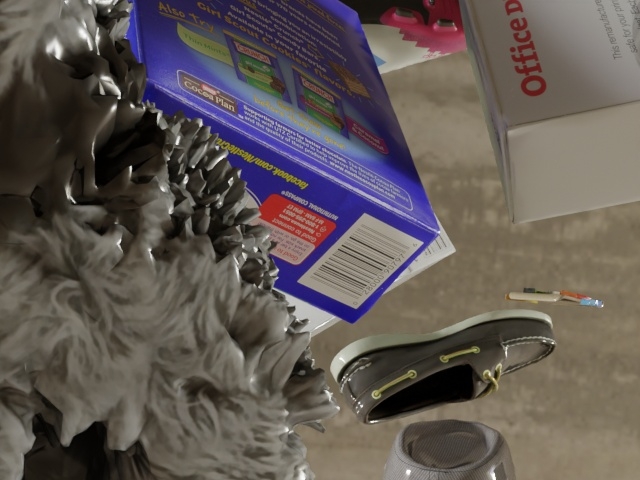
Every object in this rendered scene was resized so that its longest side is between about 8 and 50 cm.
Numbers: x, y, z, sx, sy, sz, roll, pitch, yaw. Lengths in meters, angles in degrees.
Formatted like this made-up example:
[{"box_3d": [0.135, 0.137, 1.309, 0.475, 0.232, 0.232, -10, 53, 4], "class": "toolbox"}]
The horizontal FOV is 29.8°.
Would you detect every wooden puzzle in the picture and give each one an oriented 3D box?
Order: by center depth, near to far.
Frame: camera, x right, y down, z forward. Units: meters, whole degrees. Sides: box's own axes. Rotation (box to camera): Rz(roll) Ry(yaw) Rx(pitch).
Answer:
[{"box_3d": [0.236, 0.057, 1.208, 0.116, 0.014, 0.078, 3, 175, 44], "class": "wooden puzzle"}]

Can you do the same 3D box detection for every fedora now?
[{"box_3d": [0.163, 0.297, 1.511, 0.243, 0.124, 0.275, 6, -172, 24], "class": "fedora"}]

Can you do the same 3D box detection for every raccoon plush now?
[{"box_3d": [-0.125, -0.018, 0.552, 0.216, 0.447, 0.299, 9, -169, -23], "class": "raccoon plush"}]

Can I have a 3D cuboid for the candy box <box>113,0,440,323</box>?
[{"box_3d": [-0.069, -0.122, 0.954, 0.268, 0.122, 0.317, 27, -148, -31], "class": "candy box"}]

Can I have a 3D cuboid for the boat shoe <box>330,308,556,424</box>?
[{"box_3d": [0.125, 0.120, 1.118, 0.227, 0.081, 0.069, -10, -129, -20], "class": "boat shoe"}]

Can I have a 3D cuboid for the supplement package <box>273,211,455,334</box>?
[{"box_3d": [0.000, 0.000, 1.571, 0.262, 0.204, 0.145, -33, 174, 30], "class": "supplement package"}]

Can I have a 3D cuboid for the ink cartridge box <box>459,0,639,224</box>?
[{"box_3d": [0.279, -0.159, 0.974, 0.307, 0.129, 0.223, -11, -129, 4], "class": "ink cartridge box"}]

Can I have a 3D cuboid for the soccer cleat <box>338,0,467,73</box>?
[{"box_3d": [0.046, -0.243, 1.416, 0.331, 0.116, 0.143, -7, 153, -17], "class": "soccer cleat"}]
